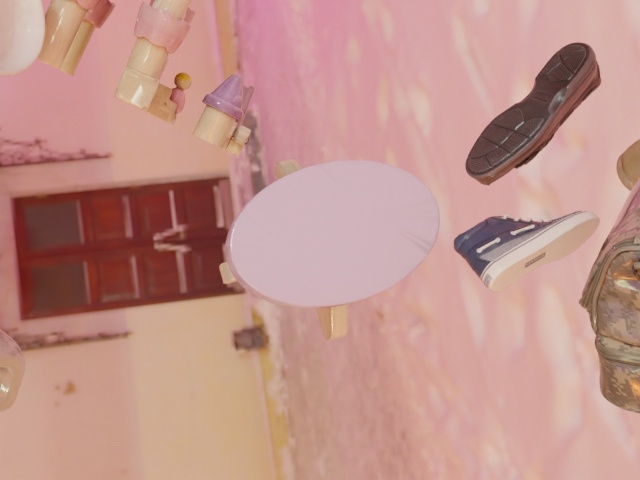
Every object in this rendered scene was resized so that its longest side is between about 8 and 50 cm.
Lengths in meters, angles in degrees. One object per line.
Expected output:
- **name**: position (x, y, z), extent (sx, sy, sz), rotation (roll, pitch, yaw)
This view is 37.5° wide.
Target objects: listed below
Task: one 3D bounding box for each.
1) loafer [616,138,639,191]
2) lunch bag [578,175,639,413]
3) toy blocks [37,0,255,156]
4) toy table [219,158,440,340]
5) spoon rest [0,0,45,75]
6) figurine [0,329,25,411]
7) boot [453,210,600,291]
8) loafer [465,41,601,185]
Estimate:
- **loafer**: position (0.560, -0.115, 1.327), extent (0.092, 0.268, 0.102), rotation (85, 179, -68)
- **lunch bag**: position (0.439, 0.023, 1.098), extent (0.212, 0.305, 0.256), rotation (8, 131, 34)
- **toy blocks**: position (-0.186, -0.291, 1.246), extent (0.260, 0.309, 0.288), rotation (-64, 13, 2)
- **toy table**: position (0.000, 0.000, 1.216), extent (0.161, 0.274, 0.252), rotation (148, 117, -70)
- **spoon rest**: position (-0.382, -0.236, 0.941), extent (0.084, 0.276, 0.137), rotation (-1, 95, 35)
- **figurine**: position (-0.293, 0.007, 0.605), extent (0.209, 0.092, 0.215), rotation (40, 148, 23)
- **boot**: position (0.270, -0.010, 1.236), extent (0.086, 0.190, 0.069), rotation (51, 154, 32)
- **loafer**: position (0.380, -0.203, 1.635), extent (0.095, 0.302, 0.109), rotation (42, 179, -39)
